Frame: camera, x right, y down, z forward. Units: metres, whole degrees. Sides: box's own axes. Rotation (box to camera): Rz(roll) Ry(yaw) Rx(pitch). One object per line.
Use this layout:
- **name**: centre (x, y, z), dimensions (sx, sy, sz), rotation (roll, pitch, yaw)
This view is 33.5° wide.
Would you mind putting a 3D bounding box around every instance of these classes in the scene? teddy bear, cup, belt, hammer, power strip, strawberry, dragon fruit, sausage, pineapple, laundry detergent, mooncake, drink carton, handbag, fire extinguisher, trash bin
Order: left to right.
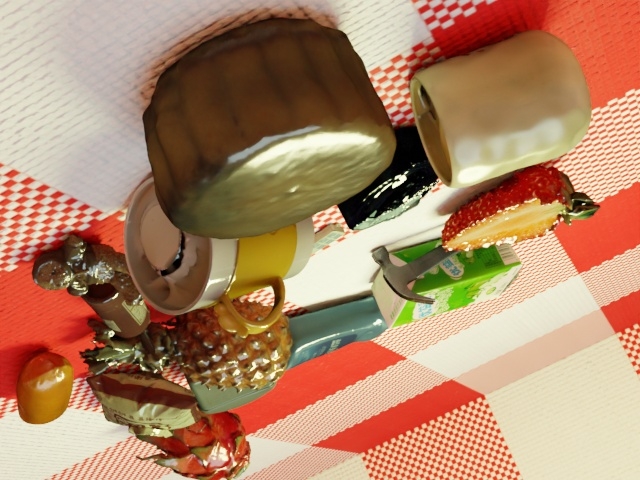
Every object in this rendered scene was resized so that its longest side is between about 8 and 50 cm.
- **sausage**: centre (-0.482, 0.260, 1.852), dimensions (0.098, 0.098, 0.238), rotation (-14, 159, -23)
- **teddy bear**: centre (-0.323, 0.035, 1.502), dimensions (0.160, 0.078, 0.119), rotation (5, 138, -10)
- **fire extinguisher**: centre (-0.304, 0.115, 1.651), dimensions (0.071, 0.099, 0.231), rotation (-32, 155, -8)
- **handbag**: centre (-0.339, 0.323, 2.085), dimensions (0.213, 0.127, 0.235), rotation (7, 156, -1)
- **pineapple**: centre (-0.231, 0.175, 1.842), dimensions (0.361, 0.175, 0.175), rotation (8, 147, -26)
- **dragon fruit**: centre (-0.279, 0.453, 2.403), dimensions (0.274, 0.192, 0.193), rotation (22, 100, -14)
- **trash bin**: centre (-0.186, 0.263, 2.154), dimensions (0.176, 0.101, 0.236), rotation (-19, 156, -5)
- **cup**: centre (-0.122, 0.020, 1.447), dimensions (0.226, 0.241, 0.185), rotation (-10, 156, -47)
- **mooncake**: centre (-0.067, -0.125, 1.245), dimensions (0.290, 0.161, 0.290), rotation (-19, 161, -7)
- **power strip**: centre (0.000, 0.000, 1.814), dimensions (0.090, 0.016, 0.040), rotation (-33, 157, 25)
- **laundry detergent**: centre (0.045, 0.182, 2.191), dimensions (0.289, 0.094, 0.143), rotation (-15, 154, -20)
- **belt**: centre (0.099, -0.091, 1.612), dimensions (0.151, 0.078, 0.198), rotation (-9, 153, -42)
- **drink carton**: centre (0.249, 0.069, 2.109), dimensions (0.271, 0.108, 0.161), rotation (-14, 155, -19)
- **hammer**: centre (0.253, 0.016, 1.993), dimensions (0.289, 0.137, 0.037), rotation (-28, 168, -10)
- **cup**: centre (0.248, -0.147, 1.444), dimensions (0.202, 0.173, 0.255), rotation (-19, 133, -5)
- **strawberry**: centre (0.348, -0.066, 1.904), dimensions (0.286, 0.106, 0.188), rotation (-14, 157, 13)
